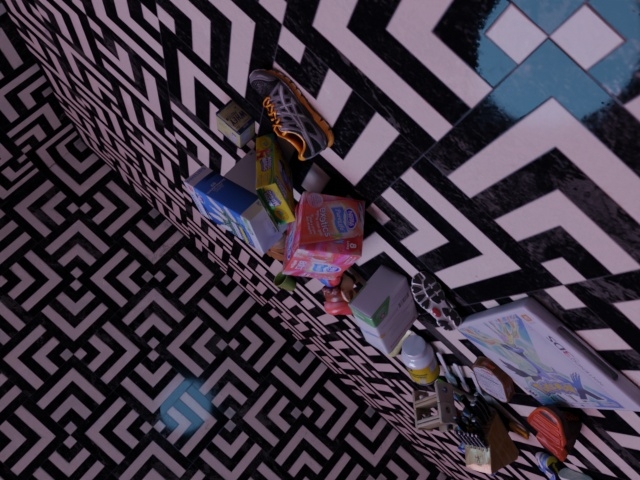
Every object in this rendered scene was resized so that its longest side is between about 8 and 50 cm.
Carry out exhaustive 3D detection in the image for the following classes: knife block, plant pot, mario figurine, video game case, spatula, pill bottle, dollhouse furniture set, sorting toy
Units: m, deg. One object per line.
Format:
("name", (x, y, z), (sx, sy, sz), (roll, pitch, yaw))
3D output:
("knife block", (0.520, 0.586, 1.561), (0.088, 0.242, 0.275), (-7, 171, 44))
("plant pot", (-0.146, 0.182, 2.160), (0.079, 0.083, 0.083), (40, 166, -31))
("mario figurine", (0.047, 0.085, 1.530), (0.321, 0.170, 0.198), (60, -167, -18))
("video game case", (0.481, 0.260, 1.096), (0.300, 0.036, 0.329), (41, 162, 4))
("spatula", (0.454, 0.438, 1.574), (0.168, 0.019, 0.242), (27, 158, 41))
("pill bottle", (0.318, 0.381, 1.593), (0.103, 0.103, 0.184), (26, 156, 41))
("dollhouse furniture set", (0.415, 0.546, 1.618), (0.183, 0.129, 0.129), (15, 145, -25))
("sorting toy", (0.523, 0.573, 1.666), (0.347, 0.047, 0.196), (20, 157, 49))

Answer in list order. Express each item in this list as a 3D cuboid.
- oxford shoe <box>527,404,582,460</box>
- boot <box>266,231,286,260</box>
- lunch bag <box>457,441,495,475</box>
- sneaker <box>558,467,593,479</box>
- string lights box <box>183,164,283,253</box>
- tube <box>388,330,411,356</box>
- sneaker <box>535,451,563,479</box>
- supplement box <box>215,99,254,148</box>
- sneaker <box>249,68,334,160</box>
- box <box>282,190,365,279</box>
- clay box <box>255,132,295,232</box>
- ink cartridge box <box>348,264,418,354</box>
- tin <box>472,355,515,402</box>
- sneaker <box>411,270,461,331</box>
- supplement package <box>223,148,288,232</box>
("oxford shoe", (0.580, 0.447, 1.216), (0.097, 0.098, 0.271), (38, 167, 41))
("boot", (-0.221, -0.040, 1.794), (0.283, 0.109, 0.220), (28, 162, 19))
("lunch bag", (0.602, 0.757, 1.812), (0.151, 0.129, 0.096), (39, 163, 5))
("sneaker", (0.801, 0.755, 1.507), (0.085, 0.058, 0.152), (50, 165, -4))
("string lights box", (-0.226, -0.083, 1.288), (0.259, 0.077, 0.133), (29, 153, 32))
("tube", (0.257, 0.329, 1.691), (0.070, 0.062, 0.240), (-4, 148, 0))
("sneaker", (0.741, 0.734, 1.604), (0.059, 0.053, 0.144), (9, 134, 58))
("supplement box", (-0.214, -0.292, 1.256), (0.083, 0.056, 0.083), (41, 162, 6))
("sneaker", (-0.069, -0.254, 1.003), (0.215, 0.083, 0.084), (45, 163, -3))
("box", (0.000, 0.000, 1.250), (0.154, 0.142, 0.300), (8, 164, -10))
("clay box", (-0.106, -0.138, 1.181), (0.127, 0.053, 0.222), (62, -165, -46))
("ink cartridge box", (0.180, 0.196, 1.381), (0.093, 0.154, 0.212), (27, 157, 39))
("tin", (0.484, 0.392, 1.390), (0.106, 0.040, 0.190), (20, 151, 40))
("sneaker", (0.278, 0.149, 1.226), (0.170, 0.068, 0.071), (56, -173, -9))
("supplement package", (-0.172, -0.118, 1.434), (0.139, 0.134, 0.244), (35, 160, 21))
